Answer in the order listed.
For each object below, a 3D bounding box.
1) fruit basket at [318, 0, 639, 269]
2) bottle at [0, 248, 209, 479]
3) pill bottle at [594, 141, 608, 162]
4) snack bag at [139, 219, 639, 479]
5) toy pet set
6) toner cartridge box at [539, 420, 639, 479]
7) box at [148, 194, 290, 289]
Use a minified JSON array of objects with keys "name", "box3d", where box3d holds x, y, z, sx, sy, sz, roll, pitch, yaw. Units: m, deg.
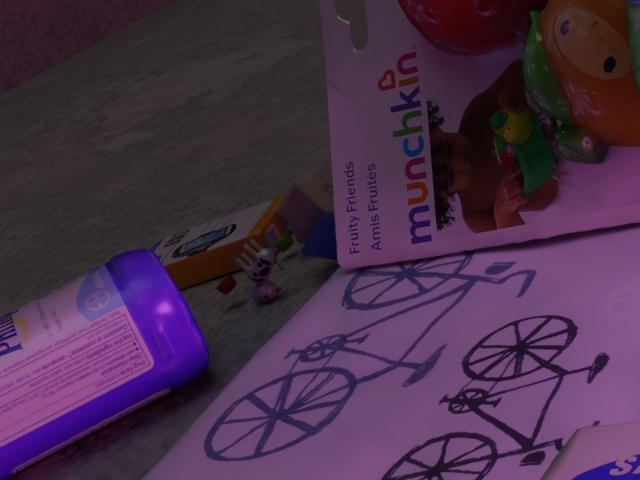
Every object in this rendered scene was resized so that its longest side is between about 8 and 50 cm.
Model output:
[{"name":"fruit basket","box3d":[0.136,-0.167,0.902,0.353,0.327,0.165,-8,-10,29]},{"name":"bottle","box3d":[-0.216,0.105,1.047,0.283,0.092,0.118,-27,17,-7]},{"name":"pill bottle","box3d":[0.196,-0.169,1.072,0.121,0.221,0.121,-23,16,7]},{"name":"snack bag","box3d":[0.090,0.066,0.832,0.342,0.037,0.323,-9,23,36]},{"name":"toy pet set","box3d":[0.000,0.000,1.166,0.122,0.065,0.114,-38,-14,-45]},{"name":"toner cartridge box","box3d":[0.204,0.111,0.452,0.348,0.075,0.165,-12,19,38]},{"name":"box","box3d":[-0.091,0.008,1.290,0.136,0.028,0.081,-20,17,24]}]
